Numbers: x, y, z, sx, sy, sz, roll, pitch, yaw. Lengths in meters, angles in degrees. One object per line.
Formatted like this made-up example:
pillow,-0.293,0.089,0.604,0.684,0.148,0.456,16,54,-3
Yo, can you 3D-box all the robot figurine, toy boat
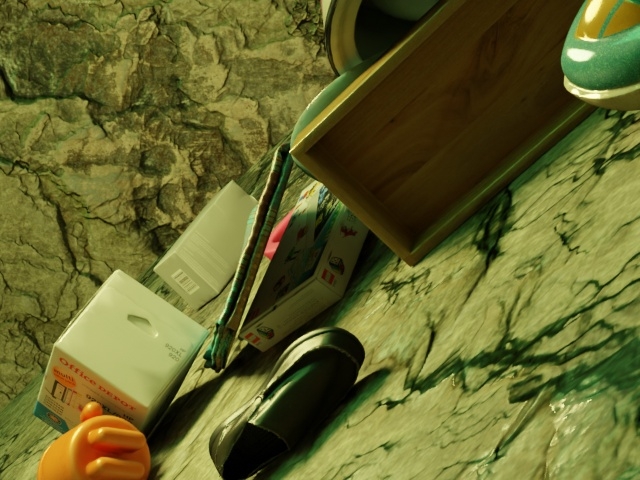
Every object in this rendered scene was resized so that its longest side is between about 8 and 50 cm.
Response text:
robot figurine,-0.319,0.318,1.946,0.128,0.158,0.219,-33,-1,-39
toy boat,0.321,-0.272,1.357,0.267,0.148,0.318,-41,30,24

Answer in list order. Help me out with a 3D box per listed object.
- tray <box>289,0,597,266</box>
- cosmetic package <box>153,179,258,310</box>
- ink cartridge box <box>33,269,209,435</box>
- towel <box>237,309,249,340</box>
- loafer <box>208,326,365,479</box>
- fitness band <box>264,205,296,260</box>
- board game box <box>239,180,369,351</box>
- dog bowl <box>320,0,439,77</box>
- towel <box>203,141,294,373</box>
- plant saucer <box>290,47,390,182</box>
tray,0.180,-0.175,1.586,0.411,0.203,0.076,-42,12,23
cosmetic package,-0.209,0.007,2.761,0.107,0.127,0.238,-37,12,47
ink cartridge box,-0.302,0.196,2.077,0.168,0.171,0.233,-55,-4,-37
towel,-0.070,0.089,2.119,0.148,0.027,0.110,-45,11,11
loafer,-0.032,0.183,1.458,0.220,0.080,0.078,-48,18,19
fitness band,-0.001,-0.039,2.269,0.209,0.054,0.291,-48,11,-12
board game box,0.000,0.000,1.981,0.193,0.053,0.305,-36,22,44
dog bowl,0.172,-0.348,1.668,0.407,0.150,0.408,-17,-29,-10
towel,-0.103,0.031,1.941,0.370,0.040,0.272,116,172,-75
plant saucer,0.117,-0.150,1.771,0.317,0.044,0.318,-18,-26,-9
